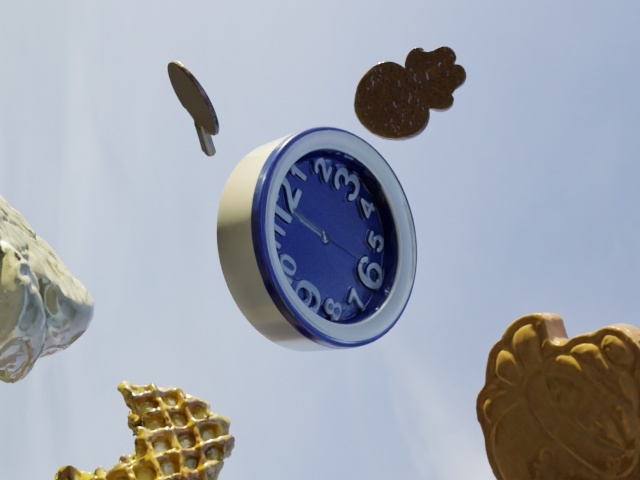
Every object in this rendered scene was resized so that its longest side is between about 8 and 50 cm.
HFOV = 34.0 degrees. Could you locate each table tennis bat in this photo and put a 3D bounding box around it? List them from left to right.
[{"bbox_3d":[-0.152,-0.158,1.289,0.095,0.014,0.158,43,-19,28],"label":"table tennis bat"}]

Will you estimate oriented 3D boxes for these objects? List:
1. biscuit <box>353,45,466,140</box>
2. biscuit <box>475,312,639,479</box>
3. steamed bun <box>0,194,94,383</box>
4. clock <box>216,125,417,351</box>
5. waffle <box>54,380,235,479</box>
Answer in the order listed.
[{"bbox_3d":[0.133,-0.220,1.566,0.124,0.175,0.026,61,-2,3],"label":"biscuit"},{"bbox_3d":[0.349,0.262,1.497,0.312,0.057,0.351,32,-61,44],"label":"biscuit"},{"bbox_3d":[-0.497,0.062,1.394,0.339,0.247,0.352,44,-2,0],"label":"steamed bun"},{"bbox_3d":[0.000,0.000,1.094,0.083,0.230,0.230,-12,-97,47],"label":"clock"},{"bbox_3d":[-0.313,0.412,1.891,0.261,0.324,0.151,20,-38,15],"label":"waffle"}]
